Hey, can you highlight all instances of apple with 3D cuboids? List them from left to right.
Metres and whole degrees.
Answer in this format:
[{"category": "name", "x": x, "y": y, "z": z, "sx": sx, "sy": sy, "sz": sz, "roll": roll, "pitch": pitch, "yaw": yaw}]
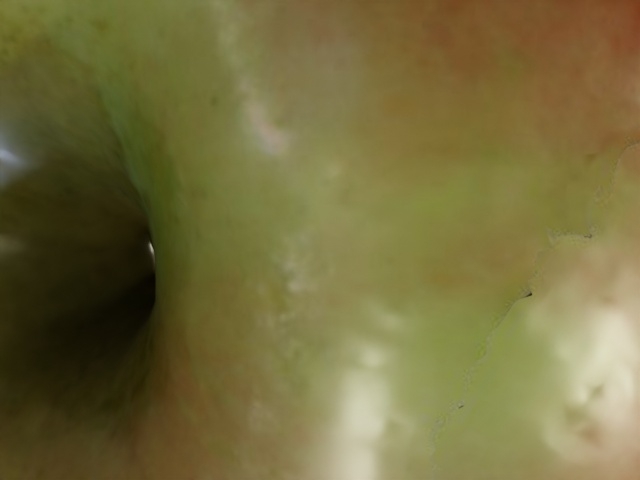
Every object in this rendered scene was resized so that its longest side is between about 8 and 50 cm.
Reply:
[{"category": "apple", "x": 0.000, "y": 0.000, "z": 0.487, "sx": 0.277, "sy": 0.319, "sz": 0.319, "roll": -15, "pitch": 105, "yaw": -58}]
